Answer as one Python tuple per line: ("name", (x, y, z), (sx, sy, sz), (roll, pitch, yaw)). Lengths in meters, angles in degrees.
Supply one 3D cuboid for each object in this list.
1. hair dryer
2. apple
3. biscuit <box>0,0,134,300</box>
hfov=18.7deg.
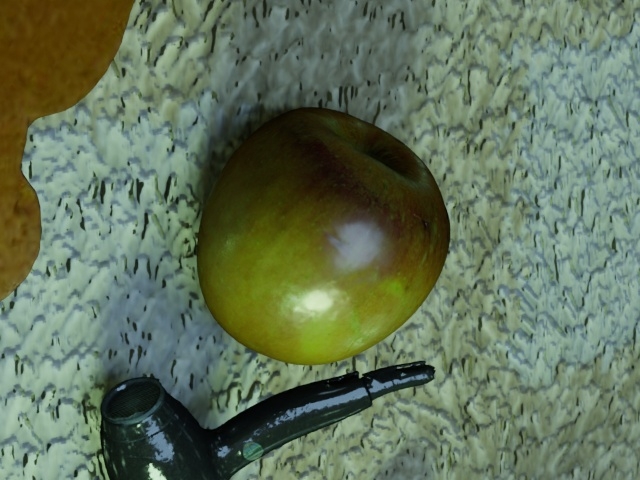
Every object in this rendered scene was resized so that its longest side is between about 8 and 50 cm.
("hair dryer", (-0.021, 0.139, 1.252), (0.219, 0.075, 0.195), (-24, 127, -3))
("apple", (-0.005, -0.002, 1.231), (0.146, 0.163, 0.147), (22, 112, -24))
("biscuit", (-0.235, -0.164, 1.025), (0.349, 0.078, 0.455), (25, 88, -52))
